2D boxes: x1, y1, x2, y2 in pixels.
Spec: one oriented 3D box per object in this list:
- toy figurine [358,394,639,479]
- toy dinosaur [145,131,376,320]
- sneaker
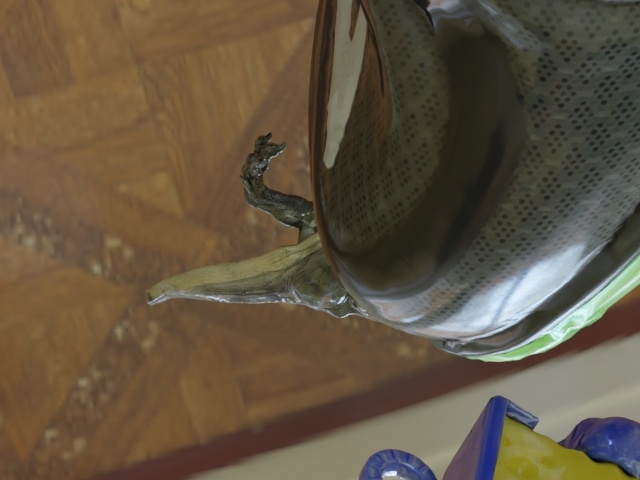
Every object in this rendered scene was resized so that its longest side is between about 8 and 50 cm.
[{"bbox_3d":[0.131,0.106,0.847,0.217,0.362,0.191,17,132,2],"label":"toy figurine"},{"bbox_3d":[0.000,0.000,1.152,0.268,0.064,0.118,2,118,22],"label":"toy dinosaur"},{"bbox_3d":[0.018,-0.162,0.414,0.202,0.185,0.482,-17,135,-17],"label":"sneaker"}]
